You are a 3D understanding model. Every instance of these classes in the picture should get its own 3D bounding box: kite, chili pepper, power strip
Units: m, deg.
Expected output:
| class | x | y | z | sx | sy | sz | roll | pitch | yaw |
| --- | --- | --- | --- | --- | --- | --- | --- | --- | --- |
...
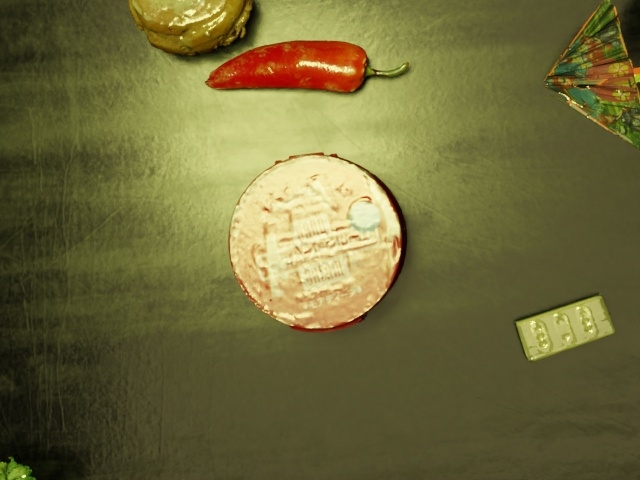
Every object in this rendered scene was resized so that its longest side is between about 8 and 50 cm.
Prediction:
| class | x | y | z | sx | sy | sz | roll | pitch | yaw |
| --- | --- | --- | --- | --- | --- | --- | --- | --- | --- |
| kite | 0.372 | -0.201 | 1.700 | 0.183 | 0.014 | 0.241 | -6 | 123 | 37 |
| chili pepper | -0.020 | -0.227 | 1.744 | 0.272 | 0.063 | 0.071 | 0 | 79 | 7 |
| power strip | 0.320 | 0.113 | 1.736 | 0.123 | 0.032 | 0.056 | -19 | 91 | 4 |

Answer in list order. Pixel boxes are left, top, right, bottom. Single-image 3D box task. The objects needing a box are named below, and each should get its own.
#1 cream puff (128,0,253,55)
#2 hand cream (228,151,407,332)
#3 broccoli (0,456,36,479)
| class | x | y | z | sx | sy | sz | roll | pitch | yaw |
| --- | --- | --- | --- | --- | --- | --- | --- | --- | --- |
| cream puff | -0.167 | -0.308 | 1.724 | 0.165 | 0.115 | 0.150 | 27 | 86 | 13 |
| hand cream | 0.000 | 0.000 | 1.702 | 0.230 | 0.149 | 0.230 | 0 | 93 | 5 |
| broccoli | -0.427 | 0.399 | 1.681 | 0.270 | 0.270 | 0.270 | 2 | 71 | -5 |
